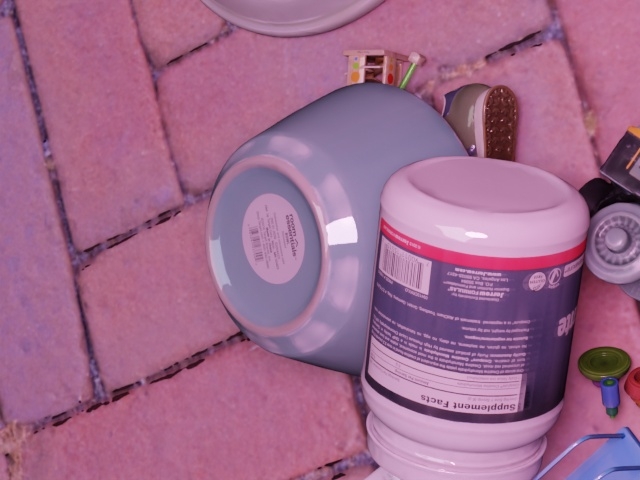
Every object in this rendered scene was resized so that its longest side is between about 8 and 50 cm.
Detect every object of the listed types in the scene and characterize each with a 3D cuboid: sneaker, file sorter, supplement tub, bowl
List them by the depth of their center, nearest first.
[{"bbox_3d":[0.138,0.074,1.759,0.191,0.191,0.272,20,116,33],"label":"supplement tub"},{"bbox_3d":[0.276,0.277,1.793,0.118,0.104,0.170,-46,63,21],"label":"file sorter"},{"bbox_3d":[0.000,0.000,1.923,0.311,0.163,0.311,9,103,44],"label":"bowl"},{"bbox_3d":[0.148,-0.066,1.940,0.086,0.064,0.192,15,101,50],"label":"sneaker"}]

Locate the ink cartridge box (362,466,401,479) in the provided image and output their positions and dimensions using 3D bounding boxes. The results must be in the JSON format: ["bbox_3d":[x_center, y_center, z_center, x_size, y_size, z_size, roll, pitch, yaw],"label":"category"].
[{"bbox_3d":[0.055,0.339,1.941,0.212,0.093,0.154,-40,66,26],"label":"ink cartridge box"}]

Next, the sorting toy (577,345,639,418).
[{"bbox_3d":[0.291,0.141,1.833,0.102,0.061,0.042,21,132,40],"label":"sorting toy"}]

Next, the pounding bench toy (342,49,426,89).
[{"bbox_3d":[0.069,-0.164,1.999,0.083,0.052,0.065,2,87,34],"label":"pounding bench toy"}]

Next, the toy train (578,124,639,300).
[{"bbox_3d":[0.384,0.009,1.732,0.334,0.142,0.190,37,96,30],"label":"toy train"}]

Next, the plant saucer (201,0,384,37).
[{"bbox_3d":[-0.039,-0.423,2.066,0.400,0.100,0.400,-3,85,33],"label":"plant saucer"}]
